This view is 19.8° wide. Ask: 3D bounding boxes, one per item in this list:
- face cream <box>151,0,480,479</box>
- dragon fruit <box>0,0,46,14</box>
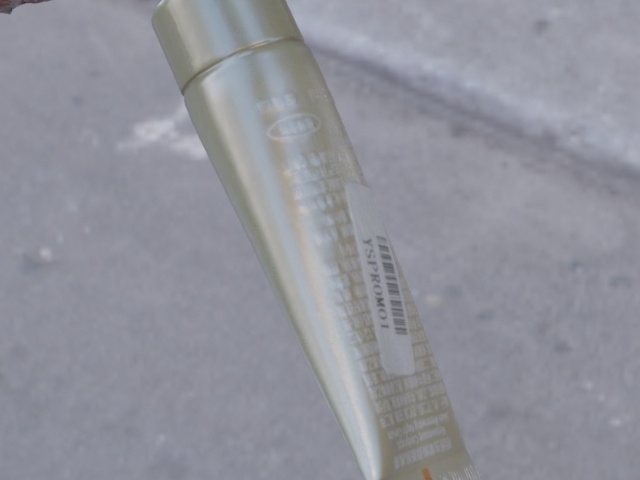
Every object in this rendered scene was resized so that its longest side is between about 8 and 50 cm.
[{"bbox_3d":[0.000,0.000,1.102,0.084,0.341,0.137,-28,-9,25],"label":"face cream"},{"bbox_3d":[-0.182,-0.247,1.254,0.148,0.224,0.218,25,76,27],"label":"dragon fruit"}]
